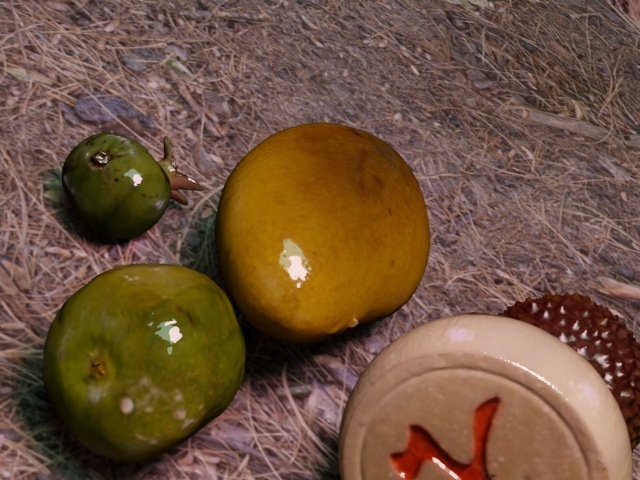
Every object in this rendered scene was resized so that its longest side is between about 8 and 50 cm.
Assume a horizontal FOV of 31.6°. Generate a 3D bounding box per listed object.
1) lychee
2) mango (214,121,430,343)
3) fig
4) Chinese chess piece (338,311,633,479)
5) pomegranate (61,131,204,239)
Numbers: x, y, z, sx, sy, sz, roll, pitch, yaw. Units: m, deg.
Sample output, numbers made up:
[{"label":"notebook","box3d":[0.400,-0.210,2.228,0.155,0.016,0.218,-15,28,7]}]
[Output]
[{"label":"lychee","box3d":[0.290,0.200,1.473,0.267,0.267,0.267,15,44,-15]},{"label":"mango","box3d":[0.000,0.000,1.508,0.301,0.220,0.445,44,31,-8]},{"label":"fig","box3d":[-0.203,0.138,1.347,0.233,0.233,0.314,29,-2,0]},{"label":"Chinese chess piece","box3d":[0.188,0.250,1.311,0.338,0.338,0.140,36,24,8]},{"label":"pomegranate","box3d":[-0.253,-0.080,1.547,0.191,0.131,0.152,-7,50,-43]}]
